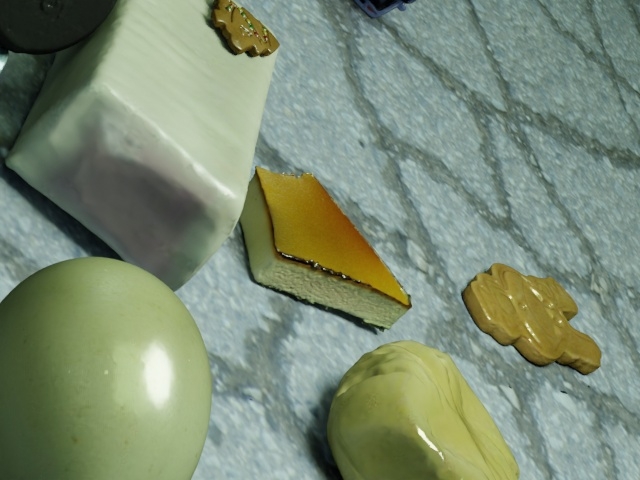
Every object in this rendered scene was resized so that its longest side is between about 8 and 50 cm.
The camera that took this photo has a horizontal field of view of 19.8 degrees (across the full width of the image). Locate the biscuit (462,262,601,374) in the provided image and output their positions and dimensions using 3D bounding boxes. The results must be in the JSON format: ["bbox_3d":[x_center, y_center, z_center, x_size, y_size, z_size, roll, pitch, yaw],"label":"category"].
[{"bbox_3d":[0.260,0.092,2.258,0.236,0.040,0.144,16,36,-49],"label":"biscuit"}]

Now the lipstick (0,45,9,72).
[{"bbox_3d":[-0.412,-0.226,1.666,0.274,0.061,0.068,34,27,-26],"label":"lipstick"}]

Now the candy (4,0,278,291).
[{"bbox_3d":[-0.163,-0.132,1.814,0.208,0.145,0.359,39,28,-17],"label":"candy"}]

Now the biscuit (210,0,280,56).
[{"bbox_3d":[-0.074,-0.214,1.874,0.092,0.016,0.082,21,37,-38],"label":"biscuit"}]

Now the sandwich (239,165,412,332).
[{"bbox_3d":[0.000,0.000,1.971,0.193,0.058,0.162,23,36,-35],"label":"sandwich"}]

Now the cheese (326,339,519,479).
[{"bbox_3d":[0.110,0.209,1.817,0.226,0.117,0.214,50,24,-8],"label":"cheese"}]

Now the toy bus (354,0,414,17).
[{"bbox_3d":[0.109,-0.395,2.548,0.125,0.133,0.292,52,25,-5],"label":"toy bus"}]

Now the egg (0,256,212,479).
[{"bbox_3d":[-0.178,0.129,1.418,0.188,0.188,0.254,27,41,-34],"label":"egg"}]

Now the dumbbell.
[{"bbox_3d":[-0.299,-0.288,1.747,0.152,0.152,0.218,17,21,-45],"label":"dumbbell"}]
